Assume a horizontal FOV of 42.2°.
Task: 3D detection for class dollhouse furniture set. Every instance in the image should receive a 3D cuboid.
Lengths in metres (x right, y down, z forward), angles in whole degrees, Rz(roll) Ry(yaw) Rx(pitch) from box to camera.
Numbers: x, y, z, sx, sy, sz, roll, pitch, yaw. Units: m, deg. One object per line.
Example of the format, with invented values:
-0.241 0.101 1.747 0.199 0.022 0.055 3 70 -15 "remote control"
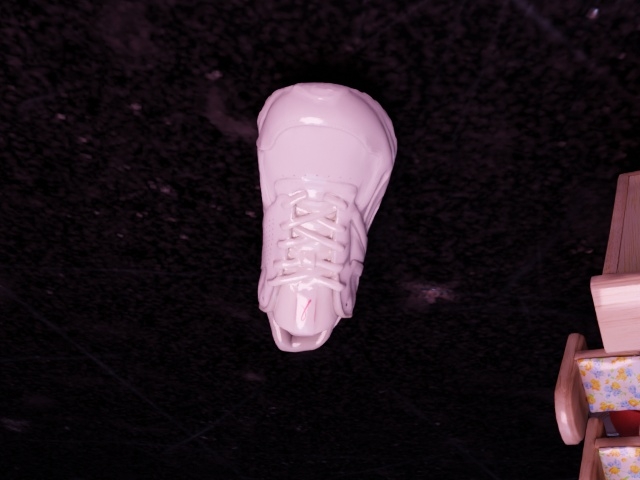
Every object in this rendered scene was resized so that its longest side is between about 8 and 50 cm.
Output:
0.247 0.090 0.496 0.212 0.161 0.242 -10 110 27 "dollhouse furniture set"

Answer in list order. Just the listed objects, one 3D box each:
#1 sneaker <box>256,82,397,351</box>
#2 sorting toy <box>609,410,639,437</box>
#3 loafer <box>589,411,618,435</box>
0.000 0.000 0.539 0.090 0.115 0.232 4 146 3 "sneaker"
0.367 0.041 0.589 0.366 0.127 0.126 -20 109 29 "sorting toy"
0.306 0.154 0.768 0.062 0.061 0.170 12 146 -10 "loafer"
